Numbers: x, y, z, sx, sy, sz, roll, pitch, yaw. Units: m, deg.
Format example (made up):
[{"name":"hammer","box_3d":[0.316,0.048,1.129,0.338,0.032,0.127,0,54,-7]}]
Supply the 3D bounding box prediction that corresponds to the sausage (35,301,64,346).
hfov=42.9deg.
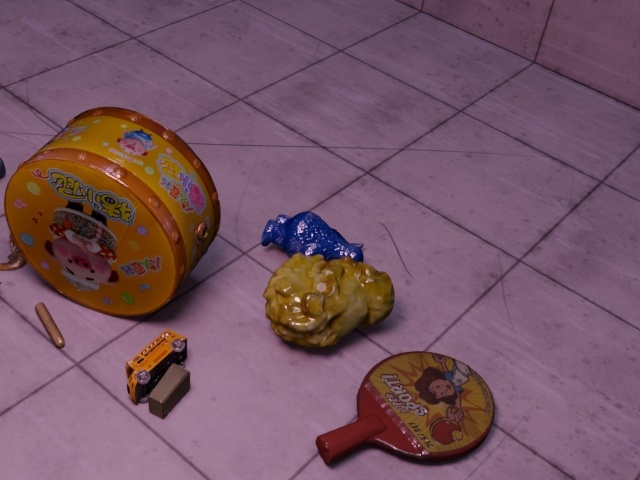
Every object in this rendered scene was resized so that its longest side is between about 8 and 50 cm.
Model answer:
[{"name":"sausage","box_3d":[-0.579,0.180,1.743,0.024,0.024,0.132,-20,47,-29]}]

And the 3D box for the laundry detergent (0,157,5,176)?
[{"name":"laundry detergent","box_3d":[-0.903,-0.159,2.047,0.096,0.061,0.206,35,47,24]}]

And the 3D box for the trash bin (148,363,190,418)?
[{"name":"trash bin","box_3d":[-0.303,0.300,1.625,0.043,0.061,0.092,24,45,16]}]

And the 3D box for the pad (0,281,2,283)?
[{"name":"pad","box_3d":[-0.822,0.163,1.614,0.247,0.007,0.367,-2,22,4]}]

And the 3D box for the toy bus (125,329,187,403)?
[{"name":"toy bus","box_3d":[-0.342,0.255,1.664,0.074,0.070,0.162,26,42,20]}]

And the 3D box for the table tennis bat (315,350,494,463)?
[{"name":"table tennis bat","box_3d":[0.174,0.352,1.663,0.414,0.051,0.268,-16,46,-30]}]

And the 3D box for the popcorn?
[{"name":"popcorn","box_3d":[0.004,0.118,1.807,0.285,0.174,0.225,-17,40,-28]}]

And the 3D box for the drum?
[{"name":"drum","box_3d":[-0.437,-0.056,1.743,0.431,0.431,0.214,18,41,11]}]

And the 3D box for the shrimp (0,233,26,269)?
[{"name":"shrimp","box_3d":[-0.731,0.027,1.894,0.083,0.023,0.114,-14,49,-20]}]

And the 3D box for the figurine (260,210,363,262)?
[{"name":"figurine","box_3d":[-0.008,0.002,1.973,0.262,0.121,0.164,15,38,4]}]
